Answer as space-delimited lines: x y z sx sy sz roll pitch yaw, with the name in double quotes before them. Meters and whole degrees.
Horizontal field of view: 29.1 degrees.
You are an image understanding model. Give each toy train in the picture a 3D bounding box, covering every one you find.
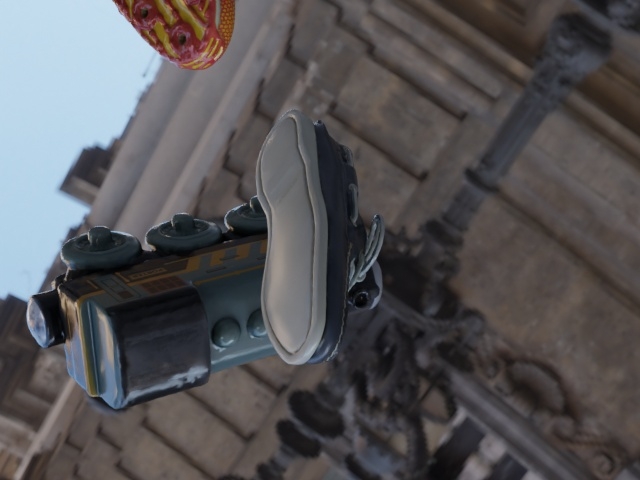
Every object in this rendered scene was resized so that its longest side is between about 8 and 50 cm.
"toy train" -0.103 0.056 1.176 0.333 0.142 0.190 -13 -156 -29

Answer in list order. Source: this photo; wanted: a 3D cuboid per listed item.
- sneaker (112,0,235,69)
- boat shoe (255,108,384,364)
"sneaker" -0.064 -0.150 0.544 0.067 0.064 0.175 11 -126 -48
"boat shoe" 0.000 0.000 0.957 0.079 0.095 0.255 24 -148 -25
